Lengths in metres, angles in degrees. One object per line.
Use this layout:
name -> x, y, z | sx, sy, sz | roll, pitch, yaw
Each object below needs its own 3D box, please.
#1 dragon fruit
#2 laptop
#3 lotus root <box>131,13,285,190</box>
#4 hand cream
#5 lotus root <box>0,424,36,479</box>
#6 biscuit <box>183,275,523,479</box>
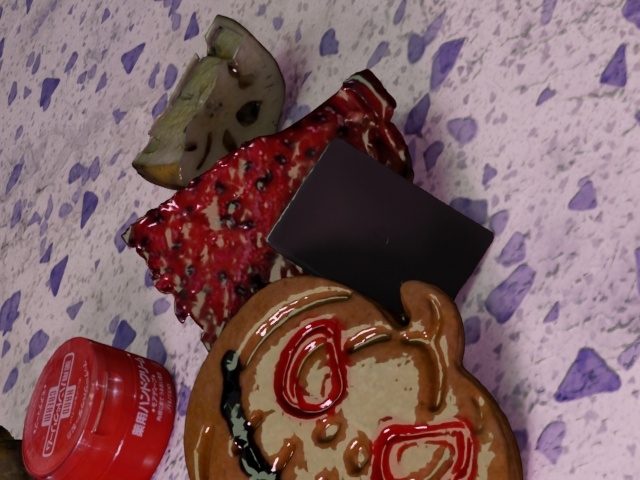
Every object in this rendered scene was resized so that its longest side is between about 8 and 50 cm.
dragon fruit -> 0.002, 0.002, 1.461 | 0.329, 0.228, 0.286 | -43, 75, -1
laptop -> 0.057, -0.001, 1.325 | 0.197, 0.016, 0.135 | 34, 89, 15
lotus root -> -0.130, -0.160, 1.703 | 0.119, 0.138, 0.234 | 29, 95, 52
hand cream -> -0.281, 0.227, 1.693 | 0.193, 0.125, 0.193 | -31, 48, 42
lotus root -> -0.406, 0.366, 1.764 | 0.173, 0.173, 0.309 | -51, 37, 24
biscuit -> 0.029, 0.179, 1.222 | 0.367, 0.063, 0.314 | 38, 99, 35
